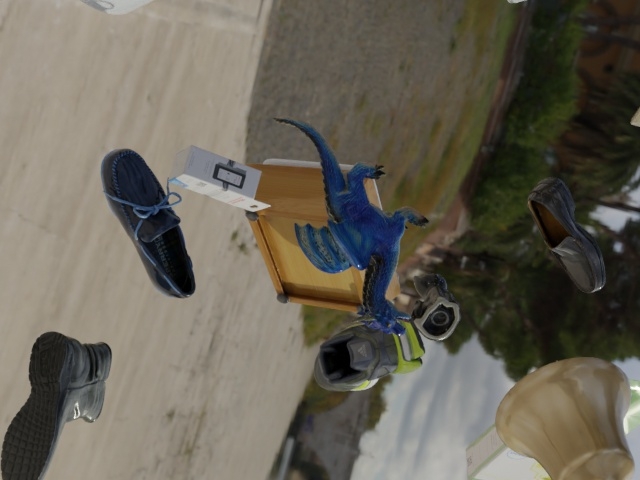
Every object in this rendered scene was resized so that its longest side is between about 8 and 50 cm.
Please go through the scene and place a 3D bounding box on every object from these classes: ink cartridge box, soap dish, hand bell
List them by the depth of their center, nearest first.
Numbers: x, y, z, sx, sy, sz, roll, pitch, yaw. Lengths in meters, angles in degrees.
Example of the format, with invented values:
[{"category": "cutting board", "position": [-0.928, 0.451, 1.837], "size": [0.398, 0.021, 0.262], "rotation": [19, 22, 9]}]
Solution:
[{"category": "hand bell", "position": [0.235, 0.222, 0.710], "size": [0.242, 0.126, 0.126], "rotation": [-104, -158, -52]}, {"category": "ink cartridge box", "position": [-0.085, -0.053, 0.782], "size": [0.048, 0.083, 0.028], "rotation": [-9, -117, 64]}, {"category": "ink cartridge box", "position": [0.307, 0.246, 1.108], "size": [0.235, 0.171, 0.056], "rotation": [119, -19, -49]}, {"category": "soap dish", "position": [0.000, 0.000, 1.534], "size": [0.291, 0.228, 0.118], "rotation": [72, 34, -44]}]

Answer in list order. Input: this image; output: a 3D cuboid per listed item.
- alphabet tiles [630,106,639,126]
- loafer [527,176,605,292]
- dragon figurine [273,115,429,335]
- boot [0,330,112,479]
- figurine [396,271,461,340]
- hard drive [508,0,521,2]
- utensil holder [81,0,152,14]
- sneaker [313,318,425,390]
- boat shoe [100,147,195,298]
[{"category": "alphabet tiles", "position": [0.513, -0.132, 0.991], "size": [0.342, 0.285, 0.011], "rotation": [74, 35, -76]}, {"category": "loafer", "position": [0.328, 0.001, 1.219], "size": [0.061, 0.170, 0.062], "rotation": [-31, -178, -40]}, {"category": "dragon figurine", "position": [0.030, -0.012, 1.055], "size": [0.144, 0.289, 0.085], "rotation": [-52, -158, -24]}, {"category": "boot", "position": [-0.390, 0.267, 1.382], "size": [0.161, 0.083, 0.247], "rotation": [42, 58, -64]}, {"category": "figurine", "position": [0.163, 0.086, 1.764], "size": [0.092, 0.214, 0.209], "rotation": [-61, -174, 17]}, {"category": "hard drive", "position": [0.166, -0.433, 0.969], "size": [0.203, 0.040, 0.308], "rotation": [92, -21, -53]}, {"category": "utensil holder", "position": [-0.211, -0.546, 1.281], "size": [0.327, 0.385, 0.328], "rotation": [44, 35, -42]}, {"category": "sneaker", "position": [0.043, 0.182, 1.410], "size": [0.300, 0.121, 0.111], "rotation": [-42, -120, 61]}, {"category": "boat shoe", "position": [-0.250, -0.028, 1.399], "size": [0.109, 0.089, 0.258], "rotation": [-39, 118, -25]}]
